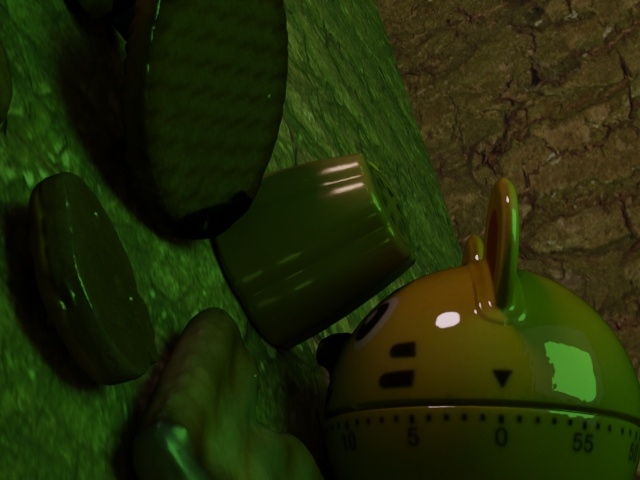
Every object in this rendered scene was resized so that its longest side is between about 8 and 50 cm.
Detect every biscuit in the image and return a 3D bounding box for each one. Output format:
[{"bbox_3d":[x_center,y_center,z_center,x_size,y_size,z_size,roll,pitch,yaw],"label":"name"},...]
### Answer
[{"bbox_3d":[-0.179,0.038,1.099,0.170,0.050,0.170,-21,90,-83],"label":"biscuit"},{"bbox_3d":[-0.066,0.198,1.197,0.237,0.062,0.290,60,13,-15],"label":"biscuit"},{"bbox_3d":[-0.110,-0.156,1.415,0.318,0.040,0.318,8,90,-69],"label":"biscuit"}]

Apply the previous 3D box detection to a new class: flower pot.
[{"bbox_3d":[0.000,0.000,1.583,0.195,0.179,0.195,61,12,-23],"label":"flower pot"}]

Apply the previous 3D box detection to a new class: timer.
[{"bbox_3d":[0.168,0.152,1.538,0.376,0.376,0.387,33,55,-67],"label":"timer"}]

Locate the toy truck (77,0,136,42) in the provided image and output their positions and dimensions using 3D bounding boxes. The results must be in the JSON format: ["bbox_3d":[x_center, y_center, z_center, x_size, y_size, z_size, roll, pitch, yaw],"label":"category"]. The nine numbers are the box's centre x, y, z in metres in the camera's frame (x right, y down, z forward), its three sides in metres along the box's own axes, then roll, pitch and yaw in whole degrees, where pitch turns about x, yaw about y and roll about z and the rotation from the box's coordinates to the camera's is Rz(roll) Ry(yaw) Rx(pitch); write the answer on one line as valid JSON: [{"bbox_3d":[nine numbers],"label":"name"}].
[{"bbox_3d":[-0.234,-0.370,1.424,0.385,0.161,0.162,53,8,-38],"label":"toy truck"}]

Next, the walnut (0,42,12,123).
[{"bbox_3d":[-0.258,-0.114,0.967,0.105,0.105,0.124,-100,163,-51],"label":"walnut"}]
